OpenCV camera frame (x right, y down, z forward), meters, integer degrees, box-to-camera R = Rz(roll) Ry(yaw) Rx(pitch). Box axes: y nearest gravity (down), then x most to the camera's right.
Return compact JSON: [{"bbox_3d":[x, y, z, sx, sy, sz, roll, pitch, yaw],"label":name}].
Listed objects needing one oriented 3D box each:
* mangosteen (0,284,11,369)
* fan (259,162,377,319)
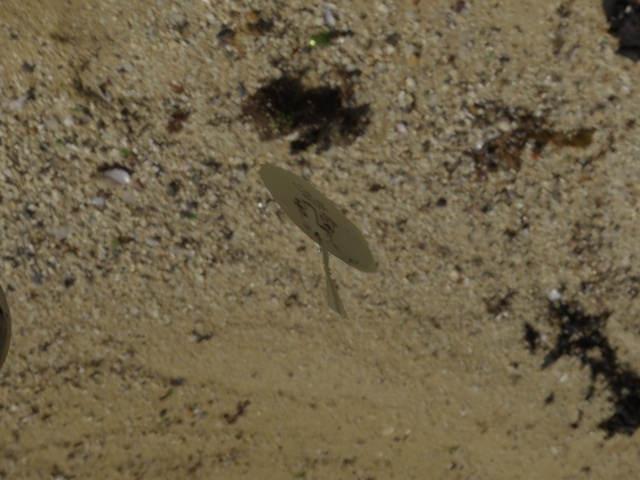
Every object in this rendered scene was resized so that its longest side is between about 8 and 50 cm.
[{"bbox_3d":[-0.558,0.129,1.191,0.311,0.311,0.311,-19,131,-23],"label":"mangosteen"},{"bbox_3d":[0.000,0.001,1.286,0.233,0.414,0.012,36,108,-17],"label":"fan"}]
